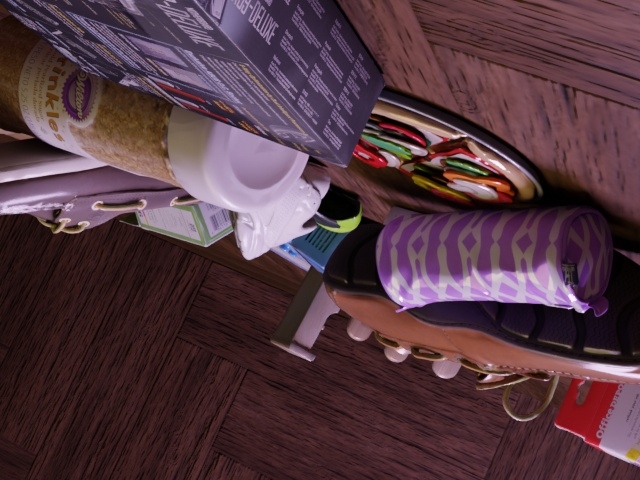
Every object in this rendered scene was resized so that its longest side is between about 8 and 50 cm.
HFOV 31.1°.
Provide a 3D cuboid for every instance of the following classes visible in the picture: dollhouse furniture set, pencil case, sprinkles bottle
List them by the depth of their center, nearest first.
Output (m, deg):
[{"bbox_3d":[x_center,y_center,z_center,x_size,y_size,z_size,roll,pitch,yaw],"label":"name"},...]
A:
[{"bbox_3d":[0.143,0.017,0.954,0.206,0.088,0.086,0,-157,44],"label":"pencil case"},{"bbox_3d":[-0.170,-0.121,1.017,0.355,0.121,0.121,19,171,41],"label":"sprinkles bottle"},{"bbox_3d":[0.075,0.143,1.737,0.242,0.161,0.212,31,172,-15],"label":"dollhouse furniture set"}]

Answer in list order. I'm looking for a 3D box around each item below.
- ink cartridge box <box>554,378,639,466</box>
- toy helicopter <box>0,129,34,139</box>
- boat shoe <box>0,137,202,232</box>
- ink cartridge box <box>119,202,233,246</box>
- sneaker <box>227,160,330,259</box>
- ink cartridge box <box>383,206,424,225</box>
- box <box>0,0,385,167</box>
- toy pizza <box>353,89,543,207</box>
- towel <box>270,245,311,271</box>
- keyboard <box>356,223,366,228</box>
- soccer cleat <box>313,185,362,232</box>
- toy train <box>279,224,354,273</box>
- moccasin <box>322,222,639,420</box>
[{"bbox_3d":[0.451,0.241,1.553,0.231,0.134,0.078,21,173,35],"label":"ink cartridge box"},{"bbox_3d":[-0.382,-0.170,1.354,0.235,0.140,0.355,23,171,0],"label":"toy helicopter"},{"bbox_3d":[-0.235,-0.059,1.163,0.117,0.096,0.324,18,-156,38],"label":"boat shoe"},{"bbox_3d":[-0.173,-0.058,1.480,0.209,0.109,0.062,14,129,49],"label":"ink cartridge box"},{"bbox_3d":[-0.049,-0.070,1.213,0.115,0.090,0.232,-16,154,-4],"label":"sneaker"},{"bbox_3d":[0.197,0.042,1.281,0.181,0.056,0.225,18,169,47],"label":"ink cartridge box"},{"bbox_3d":[-0.116,-0.161,0.716,0.243,0.076,0.307,22,173,23],"label":"box"},{"bbox_3d":[0.081,-0.067,0.924,0.201,0.032,0.201,25,173,3],"label":"toy pizza"},{"bbox_3d":[0.012,0.030,1.913,0.209,0.034,0.285,31,169,-28],"label":"towel"},{"bbox_3d":[0.127,0.038,1.585,0.202,0.033,0.317,30,174,1],"label":"keyboard"},{"bbox_3d":[-0.035,-0.059,1.329,0.179,0.060,0.072,19,163,-4],"label":"soccer cleat"},{"bbox_3d":[0.000,0.000,1.456,0.105,0.080,0.184,38,176,15],"label":"toy train"},{"bbox_3d":[0.168,0.074,1.067,0.380,0.139,0.147,1,141,44],"label":"moccasin"}]
